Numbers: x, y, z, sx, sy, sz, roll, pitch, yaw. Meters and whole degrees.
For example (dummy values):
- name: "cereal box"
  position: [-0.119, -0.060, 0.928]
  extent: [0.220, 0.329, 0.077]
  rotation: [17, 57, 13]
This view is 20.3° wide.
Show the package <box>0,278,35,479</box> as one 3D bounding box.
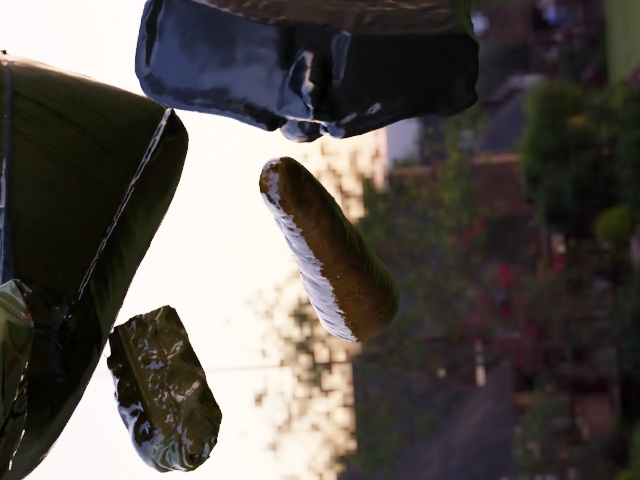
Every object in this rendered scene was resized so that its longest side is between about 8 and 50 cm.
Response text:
- name: "package"
  position: [-0.165, 0.090, 0.864]
  extent: [0.121, 0.031, 0.108]
  rotation: [-77, 1, -54]

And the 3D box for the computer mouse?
- name: "computer mouse"
  position: [0.000, -0.106, 0.822]
  extent: [0.264, 0.147, 0.088]
  rotation: [-79, -5, -60]

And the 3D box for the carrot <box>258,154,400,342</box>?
- name: "carrot"
  position: [0.000, 0.000, 1.172]
  extent: [0.210, 0.061, 0.061]
  rotation: [58, -153, -60]

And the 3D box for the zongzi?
- name: "zongzi"
  position: [-0.310, -0.024, 1.206]
  extent: [0.174, 0.393, 0.356]
  rotation: [-54, 14, 41]

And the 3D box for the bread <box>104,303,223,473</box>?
- name: "bread"
  position: [-0.104, 0.105, 1.195]
  extent: [0.060, 0.066, 0.110]
  rotation: [38, -157, -60]
